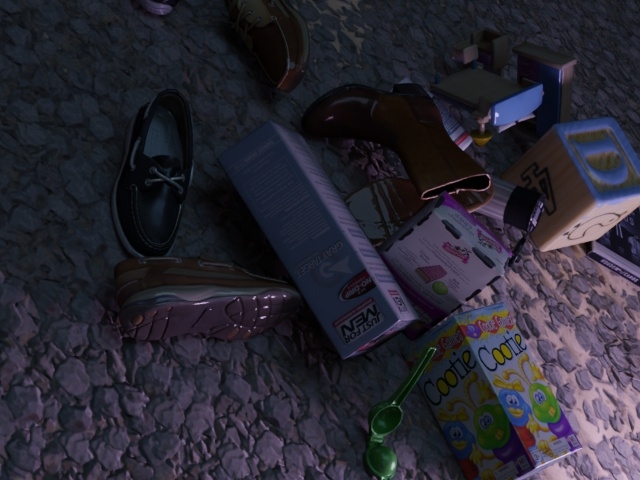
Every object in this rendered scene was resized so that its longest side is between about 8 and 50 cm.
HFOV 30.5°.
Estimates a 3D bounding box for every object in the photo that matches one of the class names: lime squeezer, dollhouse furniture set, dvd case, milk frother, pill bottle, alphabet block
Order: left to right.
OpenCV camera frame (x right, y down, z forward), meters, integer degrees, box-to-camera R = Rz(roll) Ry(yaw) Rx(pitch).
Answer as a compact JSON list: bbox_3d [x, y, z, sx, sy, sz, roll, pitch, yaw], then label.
[{"bbox_3d":[0.116,0.314,1.802,0.059,0.110,0.310,20,77,-51],"label":"lime squeezer"},{"bbox_3d":[0.199,-0.226,2.287,0.180,0.108,0.108,48,40,-1],"label":"pill bottle"},{"bbox_3d":[0.343,-0.277,2.455,0.303,0.198,0.286,-26,39,-32],"label":"dollhouse furniture set"},{"bbox_3d":[0.351,-0.040,2.295,0.134,0.129,0.143,23,68,22],"label":"milk frother"},{"bbox_3d":[0.524,-0.116,2.403,0.192,0.197,0.193,-10,66,-34],"label":"alphabet block"},{"bbox_3d":[0.647,-0.025,2.591,0.179,0.029,0.239,27,45,-23],"label":"dvd case"}]

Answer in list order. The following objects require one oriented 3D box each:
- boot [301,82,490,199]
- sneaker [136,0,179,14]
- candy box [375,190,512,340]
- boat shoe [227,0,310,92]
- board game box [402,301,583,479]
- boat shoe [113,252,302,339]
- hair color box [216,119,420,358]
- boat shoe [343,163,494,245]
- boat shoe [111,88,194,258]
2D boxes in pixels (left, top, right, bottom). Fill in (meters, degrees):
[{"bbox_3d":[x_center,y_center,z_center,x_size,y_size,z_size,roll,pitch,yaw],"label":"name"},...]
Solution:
[{"bbox_3d":[0.128,-0.160,2.094,0.264,0.096,0.280,-5,45,-25],"label":"boot"},{"bbox_3d":[-0.232,-0.517,2.095,0.101,0.153,0.268,38,41,-13],"label":"sneaker"},{"bbox_3d":[0.181,0.046,1.959,0.159,0.233,0.071,43,40,-8],"label":"candy box"},{"bbox_3d":[-0.115,-0.404,2.153,0.120,0.122,0.324,7,47,-32],"label":"boat shoe"},{"bbox_3d":[0.282,0.263,1.949,0.142,0.144,0.275,-9,65,-45],"label":"board game box"},{"bbox_3d":[-0.161,0.070,1.726,0.324,0.123,0.116,6,48,-46],"label":"boat shoe"},{"bbox_3d":[0.000,0.000,1.872,0.374,0.113,0.185,57,11,11],"label":"hair color box"},{"bbox_3d":[0.159,-0.049,2.115,0.341,0.110,0.122,-14,75,-32],"label":"boat shoe"},{"bbox_3d":[-0.251,-0.106,1.803,0.114,0.091,0.302,17,49,-32],"label":"boat shoe"}]
